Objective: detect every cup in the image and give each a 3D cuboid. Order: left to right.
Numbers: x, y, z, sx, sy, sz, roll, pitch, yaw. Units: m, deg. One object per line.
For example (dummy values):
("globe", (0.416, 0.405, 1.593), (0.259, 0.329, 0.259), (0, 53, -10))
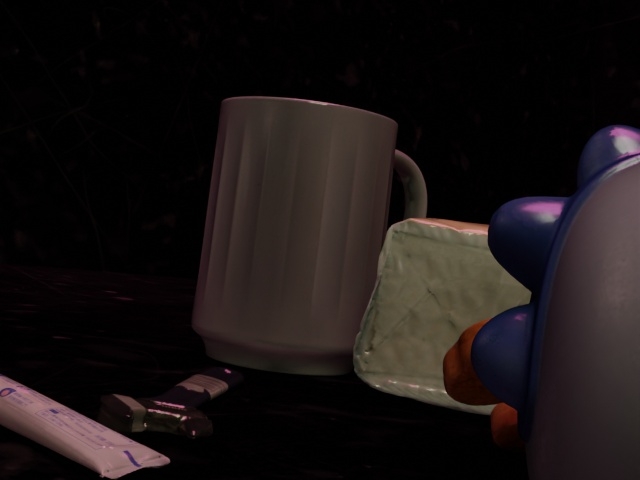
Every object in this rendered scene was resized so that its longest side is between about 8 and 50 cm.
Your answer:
("cup", (0.000, 0.000, 1.144), (0.323, 0.326, 0.237), (6, 0, -34))

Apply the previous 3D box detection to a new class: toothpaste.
("toothpaste", (-0.194, 0.124, 0.603), (0.218, 0.033, 0.052), (11, 6, 39))

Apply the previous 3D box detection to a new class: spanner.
("spanner", (-0.110, 0.141, 0.779), (0.087, 0.024, 0.316), (9, -1, 7))

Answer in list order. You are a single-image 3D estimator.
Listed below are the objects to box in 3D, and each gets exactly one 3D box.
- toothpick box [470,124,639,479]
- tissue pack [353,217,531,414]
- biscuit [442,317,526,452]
("toothpick box", (0.258, 0.066, 0.447), (0.355, 0.262, 0.263), (6, 0, 9))
("tissue pack", (0.250, 0.094, 1.053), (0.332, 0.205, 0.405), (11, 2, 14))
("biscuit", (0.262, 0.087, 0.649), (0.334, 0.047, 0.202), (-20, -44, 30))
